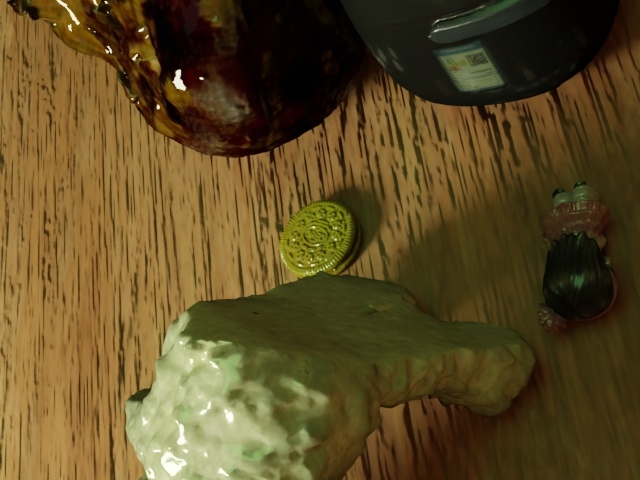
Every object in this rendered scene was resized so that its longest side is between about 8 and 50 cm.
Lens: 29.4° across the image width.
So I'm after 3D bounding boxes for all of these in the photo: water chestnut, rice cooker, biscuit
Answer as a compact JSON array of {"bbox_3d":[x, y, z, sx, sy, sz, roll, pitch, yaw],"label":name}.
[{"bbox_3d":[-0.129,-0.242,1.195,0.346,0.335,0.335,-8,51,-14],"label":"water chestnut"},{"bbox_3d":[0.147,-0.255,1.105,0.267,0.224,0.267,-17,54,25],"label":"rice cooker"},{"bbox_3d":[0.000,0.000,1.181,0.084,0.023,0.084,-17,54,25],"label":"biscuit"}]

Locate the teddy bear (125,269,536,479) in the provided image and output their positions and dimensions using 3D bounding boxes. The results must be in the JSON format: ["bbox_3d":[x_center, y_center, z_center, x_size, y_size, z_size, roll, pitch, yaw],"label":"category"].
[{"bbox_3d":[-0.049,0.226,0.965,0.327,0.375,0.362,22,105,38],"label":"teddy bear"}]

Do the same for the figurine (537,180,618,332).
[{"bbox_3d":[0.209,0.011,1.020,0.072,0.054,0.129,-18,53,28],"label":"figurine"}]
